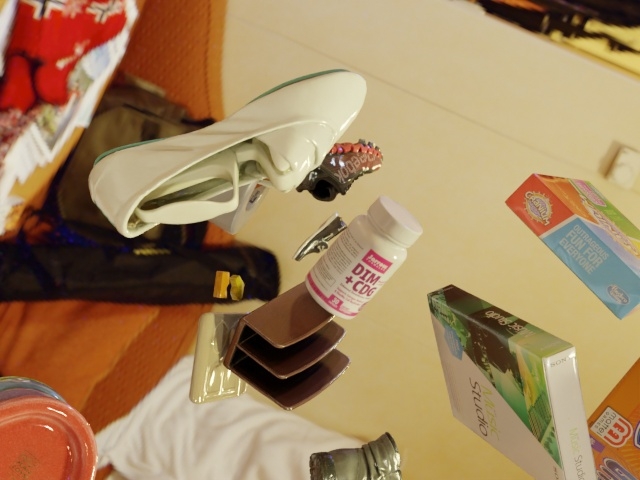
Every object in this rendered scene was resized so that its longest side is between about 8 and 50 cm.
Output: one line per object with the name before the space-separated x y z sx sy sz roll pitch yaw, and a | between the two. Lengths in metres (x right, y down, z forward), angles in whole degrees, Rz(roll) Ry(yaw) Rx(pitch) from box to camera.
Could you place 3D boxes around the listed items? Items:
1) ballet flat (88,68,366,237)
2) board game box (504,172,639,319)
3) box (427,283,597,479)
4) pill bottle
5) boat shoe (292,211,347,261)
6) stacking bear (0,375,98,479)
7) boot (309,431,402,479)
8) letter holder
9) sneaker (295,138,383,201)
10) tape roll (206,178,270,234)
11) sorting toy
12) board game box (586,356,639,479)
ballet flat | -0.106 -0.103 1.166 0.400 0.139 0.139 -21 166 -8
board game box | 0.444 0.004 1.375 0.064 0.242 0.316 -49 158 22
box | 0.275 0.215 1.291 0.322 0.058 0.232 26 -46 65
pill bottle | 0.105 0.040 2.095 0.283 0.160 0.160 -51 180 20
boat shoe | 0.000 0.000 1.517 0.125 0.038 0.046 -45 -178 -35
stacking bear | -0.380 0.237 1.033 0.164 0.175 0.289 -48 -157 -20
boot | 0.071 0.456 1.483 0.083 0.161 0.247 -150 -124 -65
letter holder | -0.047 0.249 2.108 0.302 0.214 0.152 -28 147 -53
sneaker | 0.033 -0.146 1.817 0.276 0.097 0.135 -2 86 -49
tape roll | -0.138 -0.121 1.626 0.219 0.072 0.219 -58 175 -7
sorting toy | -0.232 0.229 2.087 0.229 0.041 0.307 12 85 -65
board game box | 0.726 0.373 1.634 0.356 0.356 0.356 -46 156 -11
